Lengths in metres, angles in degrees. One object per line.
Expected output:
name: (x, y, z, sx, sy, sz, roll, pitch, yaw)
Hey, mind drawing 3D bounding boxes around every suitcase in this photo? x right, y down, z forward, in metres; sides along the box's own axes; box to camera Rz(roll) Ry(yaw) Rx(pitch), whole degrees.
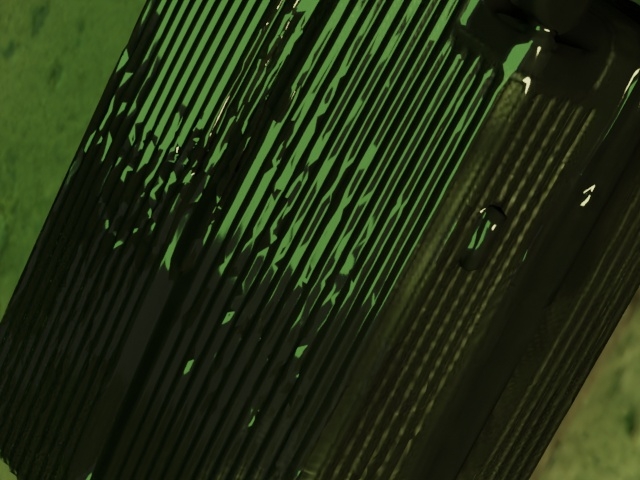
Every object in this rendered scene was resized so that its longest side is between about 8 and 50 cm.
suitcase: (0.000, 0.000, 0.781, 0.229, 0.152, 0.335, 43, 113, 42)
